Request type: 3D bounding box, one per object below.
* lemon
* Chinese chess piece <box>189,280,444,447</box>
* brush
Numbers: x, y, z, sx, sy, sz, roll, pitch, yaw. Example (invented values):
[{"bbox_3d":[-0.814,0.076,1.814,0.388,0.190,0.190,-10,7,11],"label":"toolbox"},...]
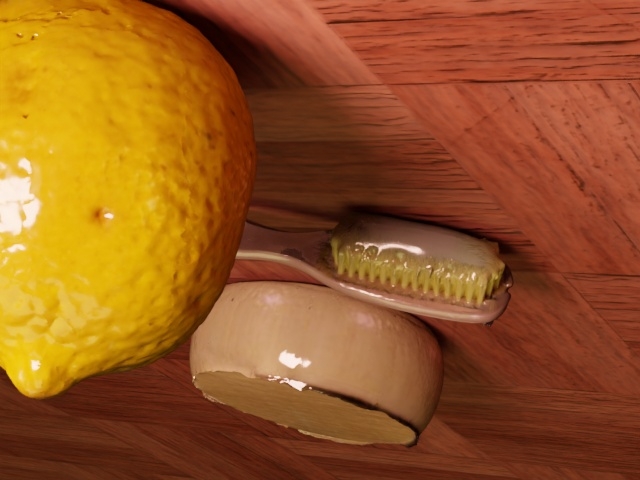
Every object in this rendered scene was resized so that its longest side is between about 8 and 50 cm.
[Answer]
[{"bbox_3d":[-0.155,-0.028,1.035,0.228,0.253,0.228,13,175,1],"label":"lemon"},{"bbox_3d":[-0.005,0.122,1.606,0.250,0.103,0.250,12,162,4],"label":"Chinese chess piece"},{"bbox_3d":[0.000,-0.002,1.320,0.313,0.072,0.067,11,136,9],"label":"brush"}]
